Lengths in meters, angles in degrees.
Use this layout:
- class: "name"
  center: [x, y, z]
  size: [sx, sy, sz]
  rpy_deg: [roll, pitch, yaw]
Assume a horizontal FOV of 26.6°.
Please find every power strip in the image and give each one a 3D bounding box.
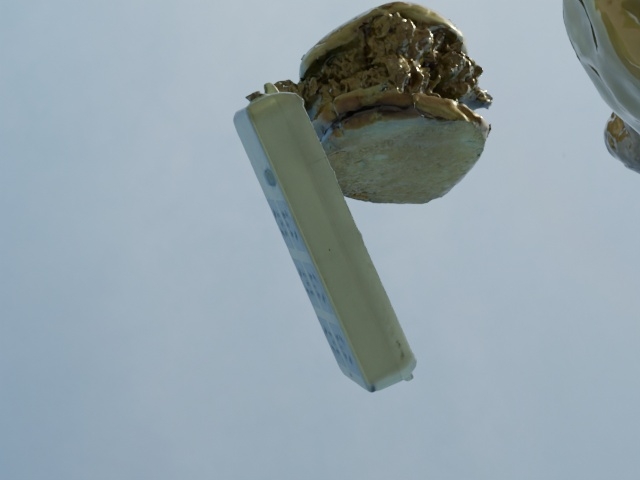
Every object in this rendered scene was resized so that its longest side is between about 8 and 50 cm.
- class: "power strip"
  center: [0.000, 0.000, 0.368]
  size: [0.016, 0.040, 0.090]
  rpy_deg: [-25, -84, -9]

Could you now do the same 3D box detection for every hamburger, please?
- class: "hamburger"
  center: [0.042, -0.109, 1.065]
  size: [0.184, 0.159, 0.131]
  rpy_deg: [2, -119, -23]

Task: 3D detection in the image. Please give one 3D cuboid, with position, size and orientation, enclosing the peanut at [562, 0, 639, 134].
- class: "peanut"
  center: [0.187, -0.076, 0.441]
  size: [0.298, 0.120, 0.136]
  rpy_deg: [5, -143, -38]

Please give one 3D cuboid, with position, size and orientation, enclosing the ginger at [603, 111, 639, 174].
- class: "ginger"
  center: [0.300, -0.073, 0.941]
  size: [0.333, 0.148, 0.081]
  rpy_deg: [12, -119, -28]
